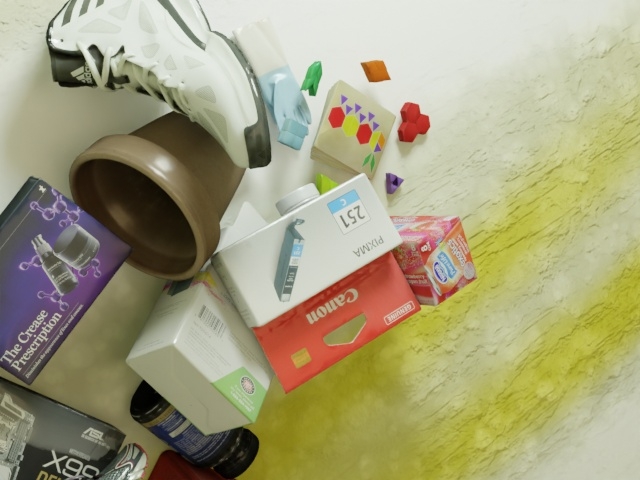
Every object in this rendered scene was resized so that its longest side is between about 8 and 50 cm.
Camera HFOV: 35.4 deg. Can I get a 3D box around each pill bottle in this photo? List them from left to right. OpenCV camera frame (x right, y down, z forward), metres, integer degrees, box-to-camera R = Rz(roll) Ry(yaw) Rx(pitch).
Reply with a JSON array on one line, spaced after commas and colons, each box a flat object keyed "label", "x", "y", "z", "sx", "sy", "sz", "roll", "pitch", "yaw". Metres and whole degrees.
[{"label": "pill bottle", "x": -0.212, "y": 0.316, "z": 1.735, "sx": 0.219, "sy": 0.123, "sz": 0.122, "roll": 45, "pitch": 72, "yaw": -25}, {"label": "pill bottle", "x": 0.000, "y": 0.000, "z": 1.793, "sx": 0.108, "sy": 0.108, "sz": 0.193, "roll": -28, "pitch": 85, "yaw": -26}]

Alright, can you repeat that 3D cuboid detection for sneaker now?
[{"label": "sneaker", "x": -0.395, "y": 0.411, "z": 1.551, "sx": 0.299, "sy": 0.121, "sz": 0.112, "roll": -37, "pitch": 90, "yaw": -28}, {"label": "sneaker", "x": -0.263, "y": -0.238, "z": 1.535, "sx": 0.258, "sy": 0.447, "sz": 0.169, "roll": -24, "pitch": 146, "yaw": -16}]

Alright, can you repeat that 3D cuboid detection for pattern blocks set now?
[{"label": "pattern blocks set", "x": 0.063, "y": -0.201, "z": 1.875, "sx": 0.325, "sy": 0.026, "sz": 0.285, "roll": 36, "pitch": 76, "yaw": -41}]

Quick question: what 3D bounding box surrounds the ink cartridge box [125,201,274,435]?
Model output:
[{"label": "ink cartridge box", "x": -0.160, "y": 0.124, "z": 1.702, "sx": 0.207, "sy": 0.119, "sz": 0.353, "roll": 49, "pitch": 39, "yaw": -25}]

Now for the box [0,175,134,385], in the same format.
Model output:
[{"label": "box", "x": -0.442, "y": 0.059, "z": 1.529, "sx": 0.184, "sy": 0.103, "sz": 0.261, "roll": 39, "pitch": 80, "yaw": -20}]

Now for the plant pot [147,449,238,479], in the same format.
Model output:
[{"label": "plant pot", "x": -0.176, "y": 0.553, "z": 1.712, "sx": 0.267, "sy": 0.236, "sz": 0.267, "roll": 32, "pitch": 79, "yaw": -29}]

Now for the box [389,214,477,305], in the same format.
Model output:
[{"label": "box", "x": 0.143, "y": 0.033, "z": 1.836, "sx": 0.123, "sy": 0.257, "sz": 0.128, "roll": -29, "pitch": 109, "yaw": -35}]

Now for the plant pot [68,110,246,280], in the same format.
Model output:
[{"label": "plant pot", "x": -0.236, "y": -0.101, "z": 1.635, "sx": 0.263, "sy": 0.263, "sz": 0.229, "roll": 57, "pitch": 49, "yaw": -22}]

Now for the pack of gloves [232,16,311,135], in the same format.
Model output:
[{"label": "pack of gloves", "x": -0.131, "y": -0.257, "z": 1.788, "sx": 0.195, "sy": 0.046, "sz": 0.232, "roll": -27, "pitch": 98, "yaw": -26}]

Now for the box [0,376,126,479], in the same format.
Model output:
[{"label": "box", "x": -0.500, "y": 0.356, "z": 1.594, "sx": 0.307, "sy": 0.077, "sz": 0.242, "roll": 32, "pitch": 78, "yaw": -29}]

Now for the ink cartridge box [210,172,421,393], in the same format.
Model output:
[{"label": "ink cartridge box", "x": 0.008, "y": 0.069, "z": 1.659, "sx": 0.296, "sy": 0.066, "sz": 0.261, "roll": -30, "pitch": 93, "yaw": -21}]
